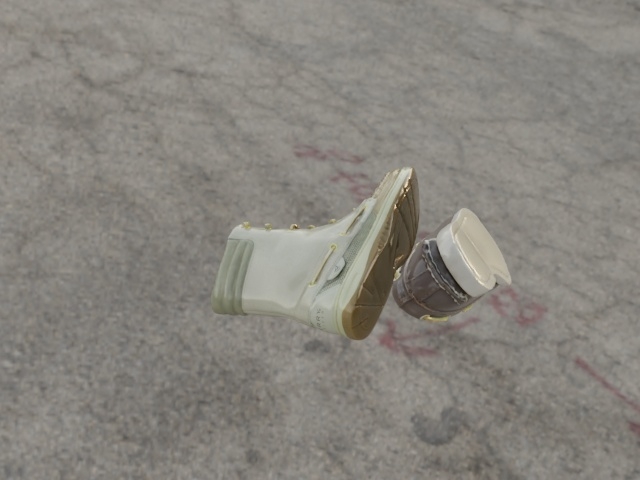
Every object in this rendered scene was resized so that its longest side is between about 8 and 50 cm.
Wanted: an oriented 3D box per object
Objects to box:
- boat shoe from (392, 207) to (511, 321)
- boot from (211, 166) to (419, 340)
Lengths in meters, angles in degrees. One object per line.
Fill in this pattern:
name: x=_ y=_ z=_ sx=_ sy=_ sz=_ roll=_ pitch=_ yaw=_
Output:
boat shoe: x=0.168 y=0.035 z=1.112 sx=0.117 sy=0.096 sz=0.324 roll=57 pitch=17 yaw=5
boot: x=0.000 y=0.000 z=0.868 sx=0.165 sy=0.077 sz=0.213 roll=5 pitch=45 yaw=26
